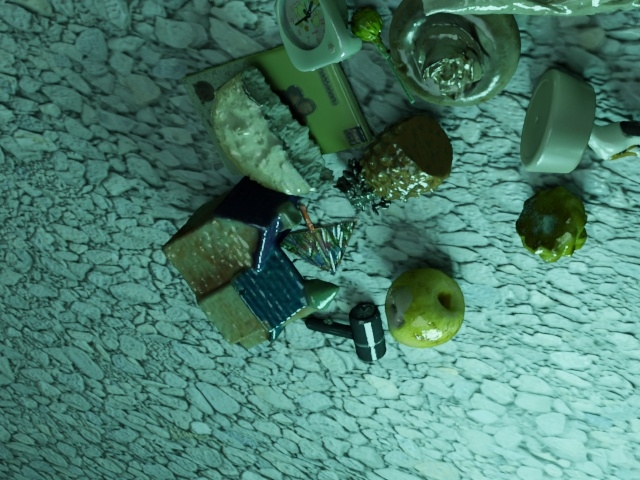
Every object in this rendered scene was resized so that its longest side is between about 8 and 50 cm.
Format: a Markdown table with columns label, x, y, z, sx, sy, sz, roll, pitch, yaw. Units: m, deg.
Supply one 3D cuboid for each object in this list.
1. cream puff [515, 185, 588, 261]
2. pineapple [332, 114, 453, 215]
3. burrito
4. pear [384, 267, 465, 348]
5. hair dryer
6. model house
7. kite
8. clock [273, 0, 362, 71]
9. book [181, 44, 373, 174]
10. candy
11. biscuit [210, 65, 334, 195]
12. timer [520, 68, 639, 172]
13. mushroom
| label | x | y | z | sx | sy | sz | roll | pitch | yaw |
| --- | --- | --- | --- | --- | --- | --- | --- | --- | --- |
| cream puff | 0.440 | -0.024 | 1.812 | 0.146 | 0.146 | 0.116 | -24 | 152 | 38 |
| pineapple | 0.121 | -0.135 | 1.872 | 0.158 | 0.158 | 0.278 | 47 | 144 | -15 |
| burrito | 0.350 | -0.403 | 1.506 | 0.392 | 0.117 | 0.076 | -1 | 170 | 4 |
| pear | 0.209 | 0.143 | 2.026 | 0.178 | 0.178 | 0.178 | 14 | 131 | 16 |
| hair dryer | 0.044 | 0.194 | 2.228 | 0.219 | 0.071 | 0.124 | 9 | 129 | 32 |
| model house | -0.118 | 0.031 | 2.048 | 0.280 | 0.245 | 0.312 | -30 | 102 | 33 |
| kite | 0.000 | 0.000 | 2.119 | 0.232 | 0.009 | 0.189 | -10 | 120 | 32 |
| clock | -0.014 | -0.403 | 1.730 | 0.151 | 0.062 | 0.191 | -6 | 108 | 51 |
| book | -0.094 | -0.260 | 1.937 | 0.352 | 0.035 | 0.239 | -10 | 119 | 33 |
| candy | 0.114 | -0.325 | 1.724 | 0.058 | 0.062 | 0.194 | -31 | 86 | 13 |
| biscuit | -0.113 | -0.190 | 1.920 | 0.179 | 0.084 | 0.281 | -26 | 111 | 40 |
| timer | 0.491 | -0.177 | 1.654 | 0.266 | 0.175 | 0.175 | 12 | 133 | -4 |
| mushroom | 0.218 | -0.322 | 1.631 | 0.226 | 0.178 | 0.226 | 21 | 141 | 18 |
